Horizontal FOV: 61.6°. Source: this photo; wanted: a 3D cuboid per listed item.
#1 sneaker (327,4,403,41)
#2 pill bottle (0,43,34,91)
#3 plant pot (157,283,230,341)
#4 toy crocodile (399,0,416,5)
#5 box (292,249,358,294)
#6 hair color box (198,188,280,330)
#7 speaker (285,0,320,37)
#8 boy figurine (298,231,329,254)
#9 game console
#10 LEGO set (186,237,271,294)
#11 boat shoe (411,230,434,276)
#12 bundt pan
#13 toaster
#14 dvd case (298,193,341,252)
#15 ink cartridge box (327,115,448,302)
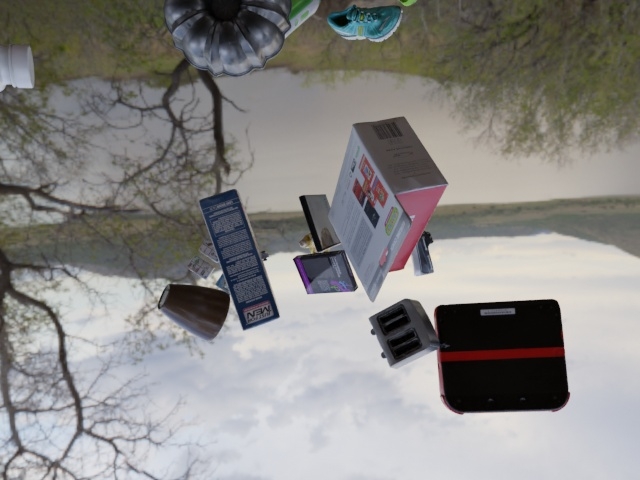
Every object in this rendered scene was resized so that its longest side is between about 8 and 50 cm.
[{"bbox_3d":[0.139,-0.703,1.723,0.275,0.107,0.110,10,178,41],"label":"sneaker"},{"bbox_3d":[-0.817,-0.421,1.278,0.229,0.131,0.131,-3,-176,-20],"label":"pill bottle"},{"bbox_3d":[-0.508,0.261,2.105,0.230,0.215,0.215,25,171,-26],"label":"plant pot"},{"bbox_3d":[0.345,-1.031,2.012,0.105,0.115,0.340,-35,166,-6],"label":"toy crocodile"},{"bbox_3d":[0.013,0.087,1.443,0.162,0.116,0.029,-6,-157,38],"label":"box"},{"bbox_3d":[-0.209,0.051,1.419,0.105,0.347,0.174,-19,180,-5],"label":"hair color box"},{"bbox_3d":[-0.116,-0.757,1.782,0.131,0.131,0.296,1,-138,38],"label":"speaker"},{"bbox_3d":[0.000,0.000,2.033,0.177,0.092,0.285,-14,168,-15],"label":"boy figurine"},{"bbox_3d":[0.557,0.361,1.662,0.387,0.341,0.060,-4,170,6],"label":"game console"},{"bbox_3d":[-0.280,0.078,1.744,0.244,0.182,0.060,32,173,3],"label":"LEGO set"},{"bbox_3d":[0.427,0.001,2.279,0.102,0.301,0.108,-9,-177,4],"label":"boat shoe"},{"bbox_3d":[-0.235,-0.575,1.315,0.331,0.330,0.124,-2,-171,0],"label":"bundt pan"},{"bbox_3d":[0.254,0.274,1.597,0.186,0.168,0.110,-30,157,18],"label":"toaster"},{"bbox_3d":[0.004,-0.061,1.723,0.022,0.180,0.253,-19,180,16],"label":"dvd case"},{"bbox_3d":[0.146,-0.059,1.177,0.130,0.271,0.309,-12,148,-20],"label":"ink cartridge box"}]
